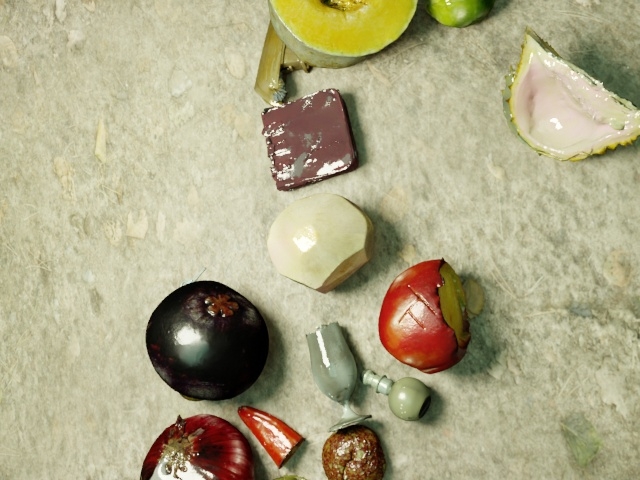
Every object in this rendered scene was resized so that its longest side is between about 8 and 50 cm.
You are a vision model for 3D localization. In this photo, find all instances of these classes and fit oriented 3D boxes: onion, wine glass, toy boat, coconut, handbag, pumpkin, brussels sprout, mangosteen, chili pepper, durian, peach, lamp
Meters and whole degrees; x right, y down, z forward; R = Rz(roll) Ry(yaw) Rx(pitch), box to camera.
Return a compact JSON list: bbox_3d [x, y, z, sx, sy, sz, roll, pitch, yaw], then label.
[{"bbox_3d":[-0.265,0.537,1.313,0.273,0.285,0.273,-11,36,8],"label":"onion"},{"bbox_3d":[0.032,0.295,1.295,0.103,0.103,0.222,-22,73,13],"label":"wine glass"},{"bbox_3d":[-0.069,-0.475,1.420,0.121,0.089,0.321,14,86,12],"label":"toy boat"},{"bbox_3d":[0.000,0.000,1.274,0.237,0.237,0.197,-33,74,11],"label":"coconut"},{"bbox_3d":[-0.028,-0.232,1.388,0.216,0.074,0.203,-17,79,16],"label":"handbag"},{"bbox_3d":[0.042,-0.542,1.311,0.332,0.199,0.332,0,90,-5],"label":"pumpkin"},{"bbox_3d":[0.305,-0.531,1.301,0.155,0.117,0.155,-12,60,22],"label":"brussels sprout"},{"bbox_3d":[-0.259,0.248,1.329,0.275,0.275,0.302,36,128,17],"label":"mangosteen"},{"bbox_3d":[-0.126,0.431,1.352,0.169,0.065,0.088,35,78,22],"label":"chili pepper"},{"bbox_3d":[0.483,-0.265,1.206,0.305,0.185,0.195,40,122,10],"label":"durian"},{"bbox_3d":[0.226,0.150,1.212,0.190,0.196,0.226,28,95,-16],"label":"peach"},{"bbox_3d":[0.154,0.321,1.273,0.163,0.091,0.091,21,90,34],"label":"lamp"}]

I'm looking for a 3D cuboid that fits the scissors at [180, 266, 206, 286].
[{"bbox_3d":[-0.312,0.095,1.469,0.083,0.006,0.036,-47,72,7],"label":"scissors"}]

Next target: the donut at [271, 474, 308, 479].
[{"bbox_3d":[-0.084,0.636,1.254,0.272,0.107,0.272,-11,62,21],"label":"donut"}]

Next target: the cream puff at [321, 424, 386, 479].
[{"bbox_3d":[0.070,0.473,1.273,0.149,0.084,0.149,-1,85,18],"label":"cream puff"}]
